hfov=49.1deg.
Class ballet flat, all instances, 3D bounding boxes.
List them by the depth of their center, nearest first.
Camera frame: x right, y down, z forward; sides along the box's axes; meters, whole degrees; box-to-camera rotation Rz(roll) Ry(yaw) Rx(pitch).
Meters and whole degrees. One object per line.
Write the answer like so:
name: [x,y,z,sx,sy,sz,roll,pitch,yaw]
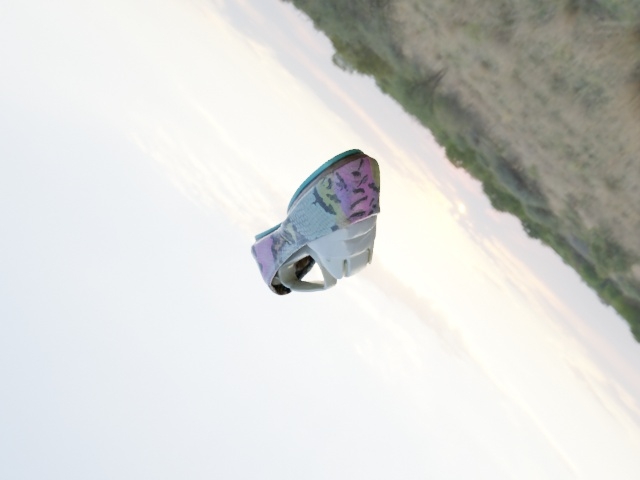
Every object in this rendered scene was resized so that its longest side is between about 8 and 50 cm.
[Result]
ballet flat: [0.000,0.000,0.578,0.221,0.076,0.079,-38,72,62]
